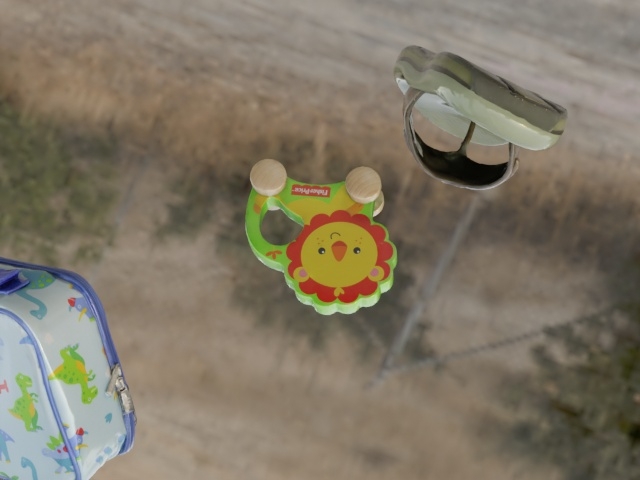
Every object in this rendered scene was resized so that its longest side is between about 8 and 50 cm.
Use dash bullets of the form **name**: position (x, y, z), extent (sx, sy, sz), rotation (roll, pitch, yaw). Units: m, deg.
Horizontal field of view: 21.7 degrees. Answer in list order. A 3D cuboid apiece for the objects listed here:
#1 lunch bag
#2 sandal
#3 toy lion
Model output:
- **lunch bag**: position (-0.251, 0.096, 1.312), extent (0.219, 0.176, 0.090), rotation (7, -150, 39)
- **sandal**: position (0.101, -0.082, 1.203), extent (0.120, 0.086, 0.303), rotation (22, -174, 0)
- **toy lion**: position (0.000, 0.000, 1.065), extent (0.100, 0.096, 0.034), rotation (5, 157, 7)
